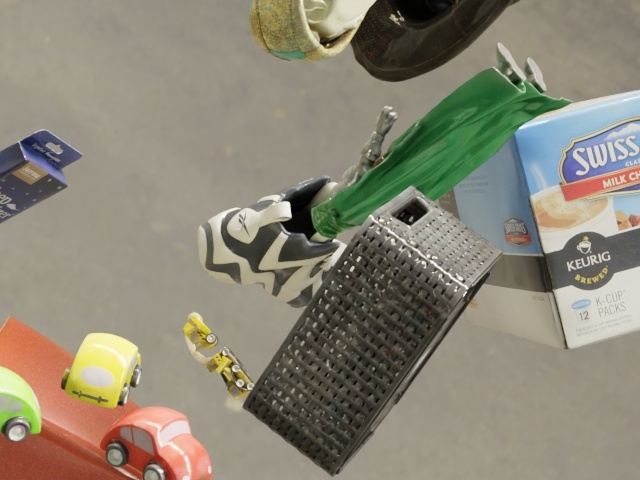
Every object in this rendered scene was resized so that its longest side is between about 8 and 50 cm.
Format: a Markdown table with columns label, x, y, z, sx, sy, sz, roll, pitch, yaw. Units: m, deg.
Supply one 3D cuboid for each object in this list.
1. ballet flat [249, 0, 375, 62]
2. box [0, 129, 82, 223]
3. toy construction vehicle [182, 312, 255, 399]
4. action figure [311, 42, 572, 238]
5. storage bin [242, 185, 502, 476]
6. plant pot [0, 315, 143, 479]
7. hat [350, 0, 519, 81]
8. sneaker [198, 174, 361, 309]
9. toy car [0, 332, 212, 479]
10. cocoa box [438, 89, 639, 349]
| label | x | y | z | sx | sy | sz | roll | pitch | yaw |
| --- | --- | --- | --- | --- | --- | --- | --- | --- | --- |
| ballet flat | 0.055 | -0.326 | 1.442 | 0.123 | 0.123 | 0.348 | 31 | 87 | 6 |
| box | -0.441 | -0.070 | 1.983 | 0.225 | 0.136 | 0.036 | -29 | 71 | 7 |
| toy construction vehicle | -0.105 | 0.119 | 1.441 | 0.035 | 0.086 | 0.098 | -40 | 86 | -3 |
| action figure | 0.080 | -0.071 | 1.191 | 0.137 | 0.232 | 0.063 | 17 | 44 | -52 |
| storage bin | 0.038 | 0.063 | 1.024 | 0.084 | 0.180 | 0.122 | 36 | 23 | 9 |
| plant pot | -0.347 | 0.290 | 1.791 | 0.236 | 0.267 | 0.267 | 23 | 14 | -6 |
| hat | 0.163 | -0.329 | 1.651 | 0.134 | 0.331 | 0.331 | 9 | 44 | -40 |
| sneaker | 0.000 | 0.000 | 1.560 | 0.235 | 0.153 | 0.094 | 21 | 54 | -42 |
| toy car | -0.226 | 0.138 | 1.254 | 0.225 | 0.053 | 0.239 | 4 | 22 | -29 |
| cocoa box | 0.280 | -0.032 | 1.561 | 0.231 | 0.347 | 0.228 | -15 | 94 | -9 |
